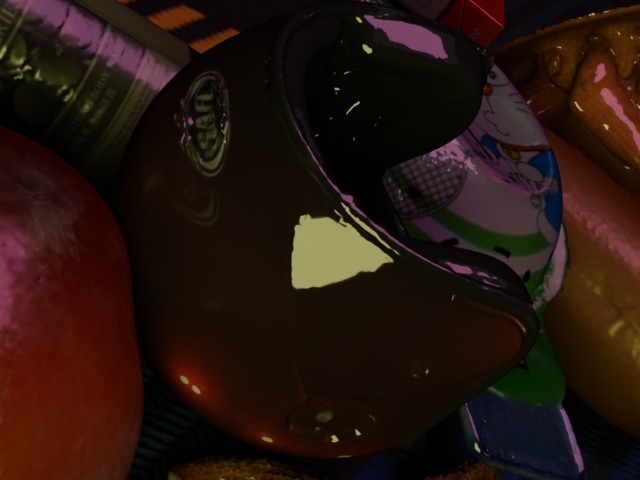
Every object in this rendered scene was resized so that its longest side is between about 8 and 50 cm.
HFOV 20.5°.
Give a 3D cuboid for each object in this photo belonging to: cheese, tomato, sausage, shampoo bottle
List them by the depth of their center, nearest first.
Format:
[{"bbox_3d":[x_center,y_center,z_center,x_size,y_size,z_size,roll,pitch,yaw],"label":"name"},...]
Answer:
[{"bbox_3d":[-0.155,0.015,0.704,0.199,0.112,0.228,6,40,-48],"label":"tomato"},{"bbox_3d":[-0.188,-0.114,0.869,0.283,0.101,0.101,31,27,-21],"label":"shampoo bottle"},{"bbox_3d":[0.081,-0.009,0.992,0.204,0.083,0.320,21,42,-41],"label":"cheese"},{"bbox_3d":[0.124,-0.025,1.157,0.354,0.116,0.134,47,38,19],"label":"sausage"}]

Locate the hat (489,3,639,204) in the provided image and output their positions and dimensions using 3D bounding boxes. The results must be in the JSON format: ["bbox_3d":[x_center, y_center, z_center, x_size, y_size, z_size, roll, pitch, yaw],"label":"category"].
[{"bbox_3d":[0.236,-0.033,1.324,0.233,0.244,0.233,-7,79,-23],"label":"hat"}]

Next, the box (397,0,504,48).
[{"bbox_3d":[0.087,-0.229,1.504,0.152,0.048,0.100,34,28,-11],"label":"box"}]

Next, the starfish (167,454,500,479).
[{"bbox_3d":[0.041,0.152,0.806,0.240,0.043,0.227,23,21,-8],"label":"starfish"}]

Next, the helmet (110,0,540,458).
[{"bbox_3d":[0.000,0.000,0.810,0.216,0.193,0.189,67,12,-48],"label":"helmet"}]
